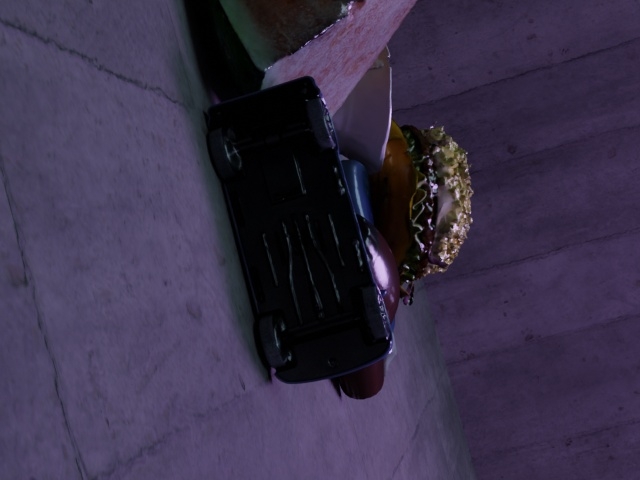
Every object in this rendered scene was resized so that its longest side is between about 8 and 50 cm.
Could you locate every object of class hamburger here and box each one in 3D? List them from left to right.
[{"bbox_3d":[0.141,-0.046,1.842,0.243,0.138,0.262,-100,-161,-47],"label":"hamburger"}]

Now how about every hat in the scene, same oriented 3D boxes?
[{"bbox_3d":[0.025,-0.188,1.797,0.203,0.126,0.203,-178,-90,-83],"label":"hat"}]

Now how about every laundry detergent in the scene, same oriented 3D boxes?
[{"bbox_3d":[0.051,0.043,1.730,0.143,0.094,0.290,94,-17,-74],"label":"laundry detergent"}]

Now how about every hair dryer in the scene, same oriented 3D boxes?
[{"bbox_3d":[0.000,0.000,1.570,0.313,0.123,0.340,82,-12,-56],"label":"hair dryer"}]

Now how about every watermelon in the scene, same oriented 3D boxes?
[{"bbox_3d":[-0.013,-0.276,1.450,0.250,0.292,0.283,140,-62,-66],"label":"watermelon"}]

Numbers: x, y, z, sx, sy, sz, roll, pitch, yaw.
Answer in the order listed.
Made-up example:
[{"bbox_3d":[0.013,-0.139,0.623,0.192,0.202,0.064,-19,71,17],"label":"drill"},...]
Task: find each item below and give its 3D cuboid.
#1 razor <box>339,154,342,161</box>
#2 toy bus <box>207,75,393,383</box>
[{"bbox_3d":[0.030,-0.102,2.044,0.106,0.068,0.232,64,7,-57],"label":"razor"},{"bbox_3d":[-0.016,-0.005,1.273,0.133,0.125,0.292,29,44,-79],"label":"toy bus"}]
